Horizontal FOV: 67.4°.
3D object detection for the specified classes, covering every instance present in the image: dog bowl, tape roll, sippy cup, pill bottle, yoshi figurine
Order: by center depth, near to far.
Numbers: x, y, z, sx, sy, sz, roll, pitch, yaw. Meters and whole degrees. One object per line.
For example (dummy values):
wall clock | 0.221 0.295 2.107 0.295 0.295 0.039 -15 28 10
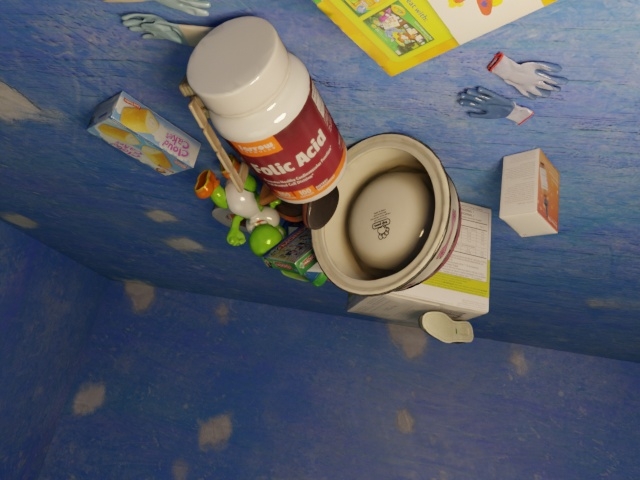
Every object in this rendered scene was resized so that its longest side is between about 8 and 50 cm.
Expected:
pill bottle | -0.098 -0.260 1.033 0.224 0.224 0.392 3 159 23
dog bowl | 0.172 -0.054 1.219 0.408 0.408 0.150 -6 165 40
yoshi figurine | -0.219 -0.078 1.507 0.204 0.203 0.362 5 146 43
tape roll | -0.286 -0.104 1.776 0.219 0.072 0.219 10 159 4
sippy cup | -0.054 0.021 1.792 0.224 0.305 0.240 27 -173 -10

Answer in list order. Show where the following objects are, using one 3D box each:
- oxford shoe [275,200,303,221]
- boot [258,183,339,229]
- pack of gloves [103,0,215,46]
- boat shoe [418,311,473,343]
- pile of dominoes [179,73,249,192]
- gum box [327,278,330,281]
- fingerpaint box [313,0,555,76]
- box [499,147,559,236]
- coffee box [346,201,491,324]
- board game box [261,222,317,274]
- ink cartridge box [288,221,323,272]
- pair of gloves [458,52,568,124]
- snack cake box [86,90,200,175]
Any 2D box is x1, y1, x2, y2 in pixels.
oxford shoe | -0.031 -0.144 1.515 0.364 0.130 0.132 -1 125 47
boot | -0.083 -0.136 1.303 0.280 0.264 0.096 -10 160 42
pack of gloves | -0.301 -0.452 0.931 0.232 0.046 0.195 12 171 7
boat shoe | 0.357 0.263 1.415 0.233 0.084 0.079 21 156 -39
pile of dominoes | -0.225 -0.256 1.071 0.040 0.196 0.251 -10 133 17
gum box | 0.098 0.094 1.918 0.107 0.188 0.062 21 158 -23
fingerpaint box | 0.101 -0.439 0.543 0.445 0.163 0.371 27 156 -37
box | 0.511 -0.113 1.169 0.091 0.170 0.130 -9 152 44
coffee box | 0.300 0.067 1.518 0.338 0.334 0.337 12 160 -9
board game box | -0.007 -0.017 1.461 0.213 0.317 0.046 7 131 56
ink cartridge box | 0.000 0.000 1.649 0.223 0.224 0.045 2 -167 9
pair of gloves | 0.380 -0.298 0.965 0.159 0.023 0.198 17 158 -10
snack cake box | -0.497 -0.293 1.364 0.152 0.089 0.264 -8 152 40
